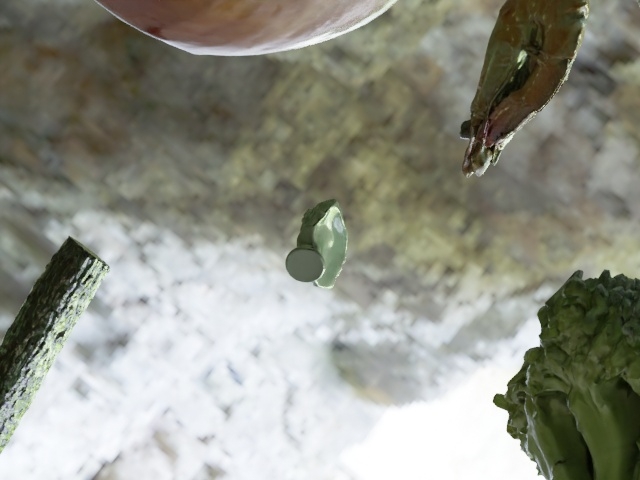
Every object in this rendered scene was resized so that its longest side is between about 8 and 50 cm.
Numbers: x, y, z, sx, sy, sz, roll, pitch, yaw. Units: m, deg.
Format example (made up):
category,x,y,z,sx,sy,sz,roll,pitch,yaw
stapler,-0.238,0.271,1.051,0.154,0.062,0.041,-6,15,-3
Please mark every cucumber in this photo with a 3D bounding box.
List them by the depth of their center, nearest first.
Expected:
category,x,y,z,sx,sy,sz,roll,pitch,yaw
cucumber,-0.324,0.134,1.841,0.067,0.293,0.067,30,-1,1

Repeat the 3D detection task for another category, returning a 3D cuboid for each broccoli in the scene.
category,x,y,z,sx,sy,sz,roll,pitch,yaw
broccoli,0.193,0.200,1.147,0.275,0.397,0.353,35,17,22

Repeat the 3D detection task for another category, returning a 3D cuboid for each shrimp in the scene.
category,x,y,z,sx,sy,sz,roll,pitch,yaw
shrimp,0.221,-0.179,1.863,0.062,0.294,0.154,5,39,-21

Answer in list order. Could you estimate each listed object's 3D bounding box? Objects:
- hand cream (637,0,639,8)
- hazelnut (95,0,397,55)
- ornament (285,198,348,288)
category,x,y,z,sx,sy,sz,roll,pitch,yaw
hand cream,0.204,-0.132,1.010,0.035,0.022,0.102,-31,-104,60
hazelnut,-0.069,-0.329,1.454,0.366,0.366,0.366,37,-7,5
ornament,-0.001,0.002,1.295,0.041,0.068,0.092,5,-3,7
